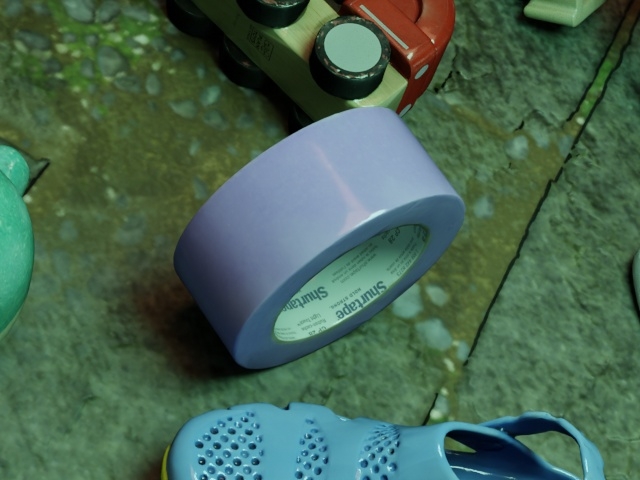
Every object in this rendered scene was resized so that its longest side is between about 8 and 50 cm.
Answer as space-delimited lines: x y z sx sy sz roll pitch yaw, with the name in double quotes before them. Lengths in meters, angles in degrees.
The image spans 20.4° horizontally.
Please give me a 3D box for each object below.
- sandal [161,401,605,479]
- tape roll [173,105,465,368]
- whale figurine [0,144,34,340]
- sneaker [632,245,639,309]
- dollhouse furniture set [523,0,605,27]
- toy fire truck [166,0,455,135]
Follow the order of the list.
"sandal" 0.056 0.154 1.159 0.317 0.138 0.126 6 57 -15
"tape roll" 0.000 0.000 1.208 0.189 0.189 0.080 -23 68 -32
"whale figurine" -0.289 -0.043 1.158 0.216 0.141 0.272 -11 61 -27
"sneaker" 0.328 0.088 1.334 0.094 0.091 0.258 -16 64 -29
"dollhouse furniture set" 0.306 -0.229 1.461 0.259 0.262 0.135 16 43 30
"toy fire truck" 0.027 -0.207 1.407 0.217 0.158 0.246 44 64 12
